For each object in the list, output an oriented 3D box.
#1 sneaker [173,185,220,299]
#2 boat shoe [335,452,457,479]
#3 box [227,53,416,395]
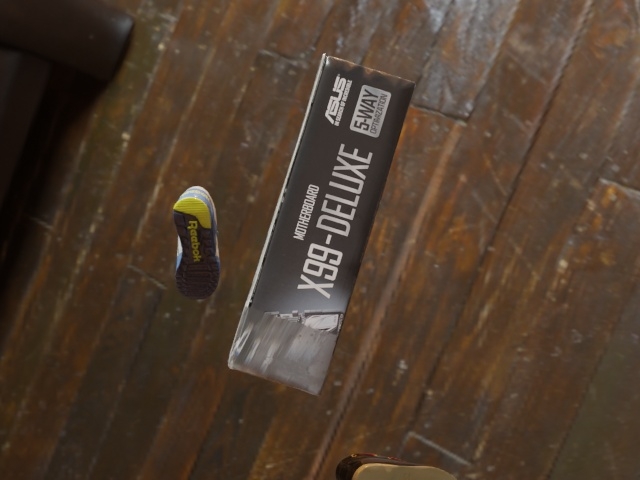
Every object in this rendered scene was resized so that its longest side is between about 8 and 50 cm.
[{"bbox_3d":[-0.141,0.003,1.209,0.053,0.059,0.144,3,121,-3],"label":"sneaker"},{"bbox_3d":[0.075,0.222,0.952,0.042,0.133,0.049,17,89,61],"label":"boat shoe"},{"bbox_3d":[0.000,0.000,0.900,0.076,0.307,0.242,17,86,1],"label":"box"}]
